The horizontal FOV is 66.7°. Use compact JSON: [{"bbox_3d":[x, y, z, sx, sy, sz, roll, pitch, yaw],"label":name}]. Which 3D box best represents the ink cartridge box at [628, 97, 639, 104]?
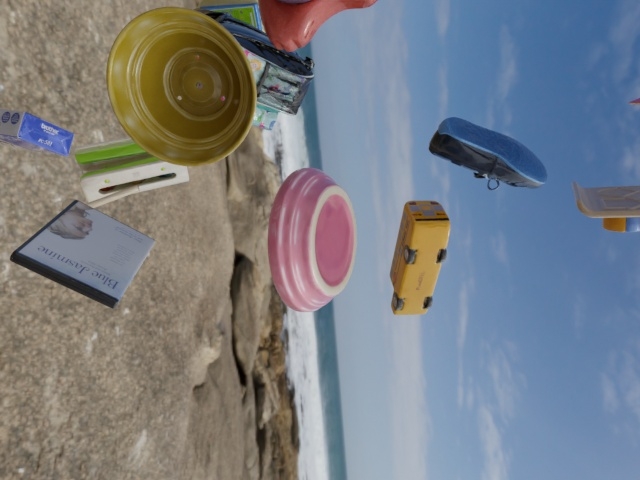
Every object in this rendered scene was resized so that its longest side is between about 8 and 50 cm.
[{"bbox_3d":[0.568,-0.239,0.656,0.231,0.134,0.078,16,-56,54],"label":"ink cartridge box"}]

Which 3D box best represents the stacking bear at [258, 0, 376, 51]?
[{"bbox_3d":[-0.060,-0.355,0.496,0.289,0.175,0.164,13,56,-66],"label":"stacking bear"}]

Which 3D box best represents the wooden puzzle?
[{"bbox_3d":[0.826,-0.083,1.219,0.322,0.348,0.080,-34,125,-60],"label":"wooden puzzle"}]

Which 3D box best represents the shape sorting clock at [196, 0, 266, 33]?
[{"bbox_3d":[-0.209,-0.510,1.195,0.206,0.206,0.040,84,5,-48],"label":"shape sorting clock"}]

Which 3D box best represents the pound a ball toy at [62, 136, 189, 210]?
[{"bbox_3d":[-0.521,-0.158,1.317,0.136,0.319,0.208,100,-31,-56],"label":"pound a ball toy"}]

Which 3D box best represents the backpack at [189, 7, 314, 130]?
[{"bbox_3d":[-0.173,-0.359,1.008,0.191,0.253,0.225,-56,-132,20],"label":"backpack"}]

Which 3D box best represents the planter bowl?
[{"bbox_3d":[-0.192,-0.227,0.725,0.090,0.217,0.217,-76,162,-65],"label":"planter bowl"}]

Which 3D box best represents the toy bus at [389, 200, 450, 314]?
[{"bbox_3d":[0.268,0.060,1.370,0.130,0.108,0.332,-103,-165,-51],"label":"toy bus"}]

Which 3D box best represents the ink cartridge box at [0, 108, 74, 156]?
[{"bbox_3d":[-0.537,-0.191,0.829,0.097,0.207,0.046,25,77,-68],"label":"ink cartridge box"}]

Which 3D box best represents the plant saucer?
[{"bbox_3d":[0.000,0.000,1.110,0.332,0.084,0.332,-8,99,-62],"label":"plant saucer"}]

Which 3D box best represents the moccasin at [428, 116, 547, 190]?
[{"bbox_3d":[0.457,-0.230,1.337,0.117,0.342,0.137,-52,-164,52],"label":"moccasin"}]

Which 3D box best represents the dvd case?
[{"bbox_3d":[-0.427,0.016,0.912,0.022,0.180,0.253,-54,-163,19],"label":"dvd case"}]
